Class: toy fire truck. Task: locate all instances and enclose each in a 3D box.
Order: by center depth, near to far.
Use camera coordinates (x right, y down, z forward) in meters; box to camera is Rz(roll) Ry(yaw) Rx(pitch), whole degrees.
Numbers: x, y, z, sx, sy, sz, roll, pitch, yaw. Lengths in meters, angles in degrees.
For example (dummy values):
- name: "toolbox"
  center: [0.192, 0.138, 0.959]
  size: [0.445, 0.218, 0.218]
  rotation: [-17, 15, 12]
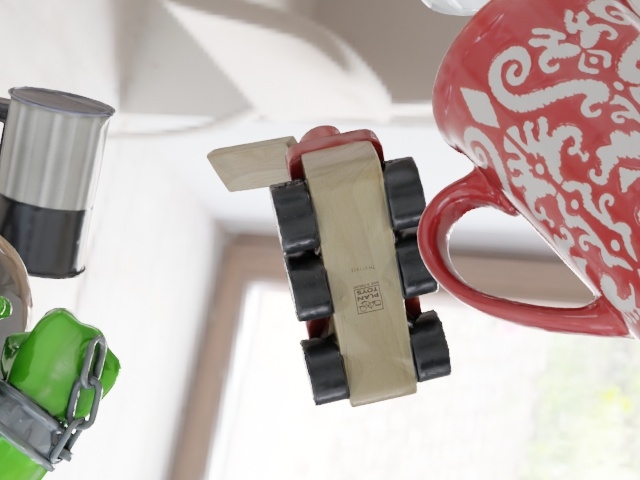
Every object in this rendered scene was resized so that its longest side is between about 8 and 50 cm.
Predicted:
- name: "toy fire truck"
  center: [0.000, 0.000, 1.387]
  size: [0.246, 0.158, 0.217]
  rotation: [-109, -173, -64]

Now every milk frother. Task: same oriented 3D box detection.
- name: "milk frother"
  center: [-0.235, -0.043, 1.235]
  size: [0.143, 0.129, 0.135]
  rotation: [-77, 179, -77]

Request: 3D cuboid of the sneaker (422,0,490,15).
- name: "sneaker"
  center: [0.157, -0.256, 0.945]
  size: [0.161, 0.282, 0.102]
  rotation: [57, 3, -39]

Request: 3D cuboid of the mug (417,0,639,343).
- name: "mug"
  center: [0.134, -0.017, 0.742]
  size: [0.113, 0.169, 0.150]
  rotation: [-3, 131, -35]

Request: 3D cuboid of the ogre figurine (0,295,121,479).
- name: "ogre figurine"
  center: [-0.167, 0.062, 0.485]
  size: [0.197, 0.097, 0.118]
  rotation: [14, 80, -31]

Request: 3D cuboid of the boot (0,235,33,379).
- name: "boot"
  center: [-0.223, 0.071, 0.765]
  size: [0.112, 0.305, 0.115]
  rotation: [49, 33, -3]
